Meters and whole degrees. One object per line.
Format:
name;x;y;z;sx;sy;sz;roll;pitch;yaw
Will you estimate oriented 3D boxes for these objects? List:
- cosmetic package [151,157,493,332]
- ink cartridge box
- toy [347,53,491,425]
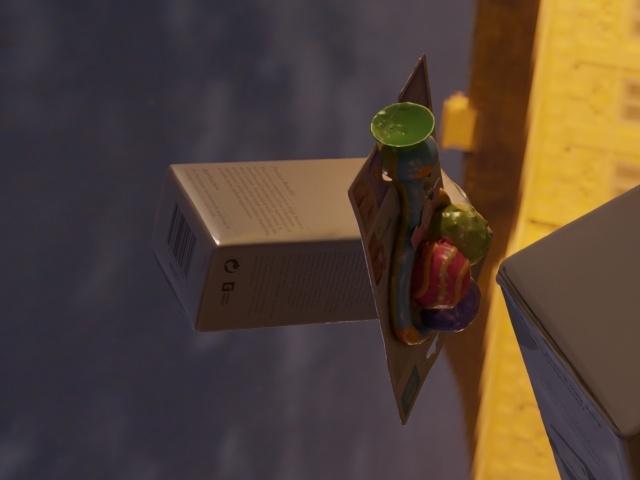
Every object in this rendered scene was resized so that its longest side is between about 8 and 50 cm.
cosmetic package;0.000;0.000;1.286;0.117;0.231;0.085;-122;39;-48
ink cartridge box;0.246;0.085;0.942;0.223;0.129;0.307;-30;-38;-4
toy;0.081;0.007;1.156;0.137;0.056;0.237;-62;-32;-37
